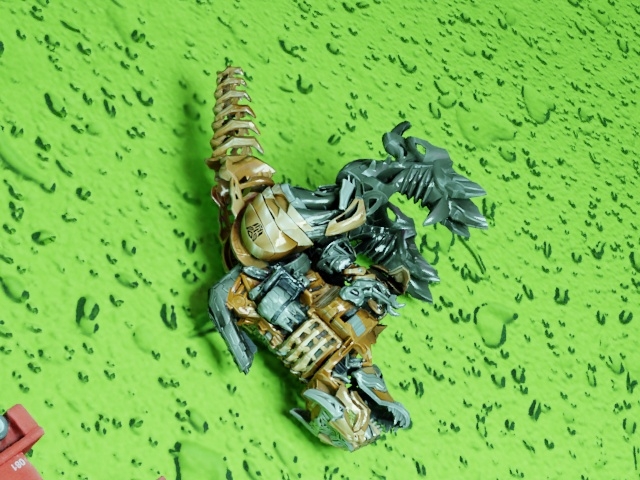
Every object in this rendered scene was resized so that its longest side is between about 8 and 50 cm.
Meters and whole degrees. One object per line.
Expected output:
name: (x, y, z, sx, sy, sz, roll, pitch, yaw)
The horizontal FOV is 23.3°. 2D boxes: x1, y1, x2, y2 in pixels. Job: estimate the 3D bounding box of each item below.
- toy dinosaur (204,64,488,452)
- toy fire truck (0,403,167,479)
toy dinosaur: (0.000, 0.000, 1.226, 0.218, 0.164, 0.322, -17, 90, -25)
toy fire truck: (-0.196, 0.182, 1.010, 0.135, 0.047, 0.192, 50, 45, 5)
